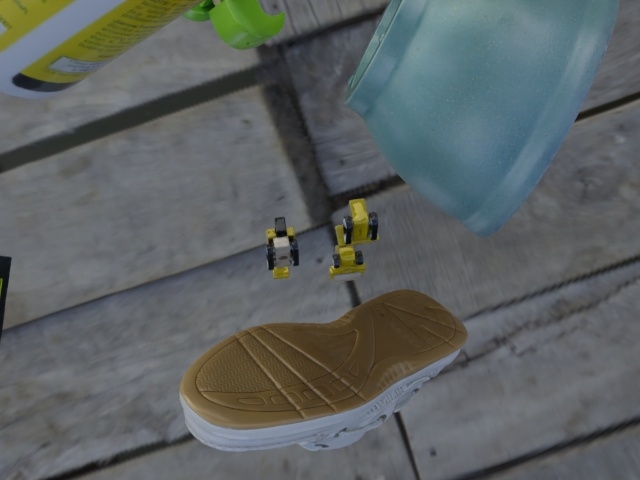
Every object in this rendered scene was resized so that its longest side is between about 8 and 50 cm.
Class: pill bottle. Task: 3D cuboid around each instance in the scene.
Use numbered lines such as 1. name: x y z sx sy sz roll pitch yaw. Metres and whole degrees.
1. pill bottle: -0.102 -0.162 0.695 0.208 0.119 0.119 -24 93 38

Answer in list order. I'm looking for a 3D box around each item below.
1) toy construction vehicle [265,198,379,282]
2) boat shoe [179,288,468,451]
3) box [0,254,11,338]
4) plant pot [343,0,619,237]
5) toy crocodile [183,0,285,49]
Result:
1. toy construction vehicle: 0.000 0.000 1.049 0.086 0.098 0.035 -10 64 -3
2. boat shoe: 0.002 0.116 1.036 0.098 0.277 0.096 44 126 29
3. box: -0.505 0.102 1.892 0.191 0.045 0.184 7 91 38
4. plant pot: 0.146 -0.175 1.429 0.196 0.293 0.293 26 95 -6
5. toy crocodile: -0.160 -0.393 1.762 0.105 0.115 0.340 -25 79 -28
